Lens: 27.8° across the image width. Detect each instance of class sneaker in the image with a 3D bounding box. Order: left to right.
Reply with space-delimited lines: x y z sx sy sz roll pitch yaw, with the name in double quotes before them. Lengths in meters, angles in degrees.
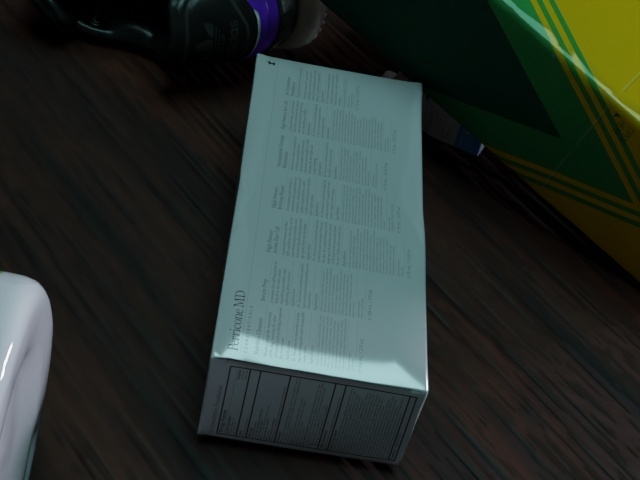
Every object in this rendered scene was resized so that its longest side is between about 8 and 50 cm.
"sneaker" -0.143 -0.204 0.819 0.293 0.102 0.146 38 48 25

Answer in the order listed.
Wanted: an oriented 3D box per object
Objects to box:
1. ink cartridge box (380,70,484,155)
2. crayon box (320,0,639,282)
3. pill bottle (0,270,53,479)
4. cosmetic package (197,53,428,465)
"ink cartridge box" 0.072 -0.091 0.808 0.083 0.028 0.048 25 42 13
"crayon box" 0.207 -0.186 0.805 0.313 0.106 0.363 42 56 9
"pill bottle" -0.235 0.058 0.478 0.246 0.136 0.136 11 41 -3
"cosmetic package" 0.000 0.000 0.664 0.099 0.060 0.239 12 41 -6
